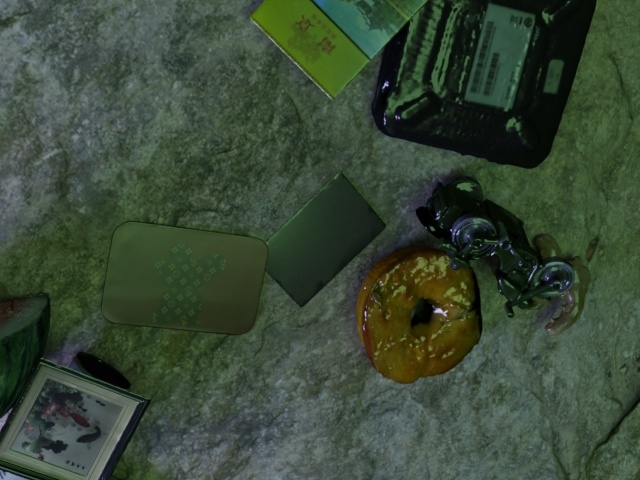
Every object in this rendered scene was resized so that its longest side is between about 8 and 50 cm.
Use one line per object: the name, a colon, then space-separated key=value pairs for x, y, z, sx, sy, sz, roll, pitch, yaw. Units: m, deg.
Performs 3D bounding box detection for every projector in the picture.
projector: x=-0.444 y=0.346 z=1.600 sx=0.108 sy=0.108 sz=0.337 roll=33 pitch=93 yaw=-24

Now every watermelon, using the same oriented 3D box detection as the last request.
watermelon: x=-0.546 y=0.181 z=1.480 sx=0.201 sy=0.262 sz=0.213 roll=23 pitch=102 yaw=5

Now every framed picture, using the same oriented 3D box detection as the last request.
framed picture: x=-0.394 y=0.299 z=1.539 sx=0.195 sy=0.010 sz=0.199 roll=27 pitch=96 yaw=-23

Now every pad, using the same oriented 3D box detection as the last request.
pad: x=-0.225 y=0.067 z=1.648 sx=0.267 sy=0.004 sz=0.181 roll=7 pitch=103 yaw=-20
pad: x=0.000 y=0.000 z=1.709 sx=0.211 sy=0.003 sz=0.143 roll=-43 pitch=114 yaw=-3

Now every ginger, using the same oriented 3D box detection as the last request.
ginger: x=0.403 y=0.050 z=1.838 sx=0.258 sy=0.065 sz=0.149 roll=43 pitch=78 yaw=-15

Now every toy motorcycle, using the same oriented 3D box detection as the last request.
toy motorcycle: x=0.296 y=0.003 z=1.699 sx=0.275 sy=0.205 sz=0.127 roll=29 pitch=116 yaw=-18

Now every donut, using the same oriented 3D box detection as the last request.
donut: x=0.173 y=0.129 z=1.747 sx=0.253 sy=0.118 sz=0.253 roll=-5 pitch=104 yaw=-18

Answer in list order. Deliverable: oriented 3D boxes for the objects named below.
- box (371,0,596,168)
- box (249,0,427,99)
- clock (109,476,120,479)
box: x=0.279 y=-0.318 z=1.664 sx=0.350 sy=0.091 sz=0.359 roll=9 pitch=103 yaw=-20
box: x=0.069 y=-0.403 z=1.537 sx=0.187 sy=0.047 sz=0.335 roll=44 pitch=97 yaw=-5
clock: x=-0.386 y=0.469 z=1.691 sx=0.101 sy=0.041 sz=0.135 roll=32 pitch=93 yaw=-24
